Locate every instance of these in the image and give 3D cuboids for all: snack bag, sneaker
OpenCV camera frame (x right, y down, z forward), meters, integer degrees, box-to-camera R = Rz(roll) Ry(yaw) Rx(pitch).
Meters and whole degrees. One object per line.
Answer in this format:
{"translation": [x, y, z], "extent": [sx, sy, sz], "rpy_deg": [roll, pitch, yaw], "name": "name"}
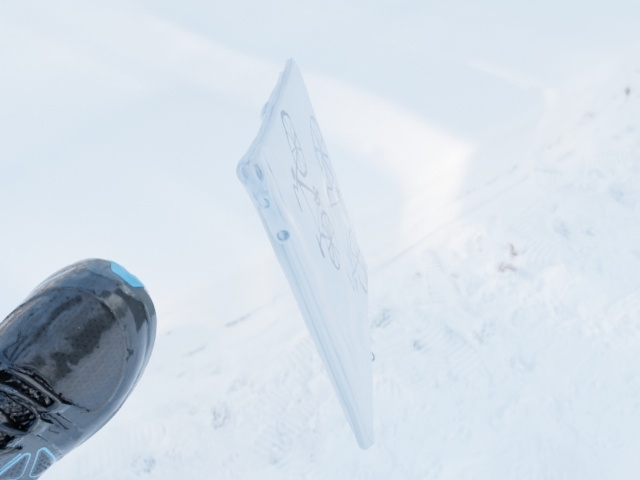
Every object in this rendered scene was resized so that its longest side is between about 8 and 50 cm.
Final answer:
{"translation": [0.000, 0.000, 0.593], "extent": [0.037, 0.323, 0.342], "rpy_deg": [-14, 29, 11], "name": "snack bag"}
{"translation": [-0.261, 0.161, 0.444], "extent": [0.341, 0.125, 0.139], "rpy_deg": [-49, 8, 6], "name": "sneaker"}
